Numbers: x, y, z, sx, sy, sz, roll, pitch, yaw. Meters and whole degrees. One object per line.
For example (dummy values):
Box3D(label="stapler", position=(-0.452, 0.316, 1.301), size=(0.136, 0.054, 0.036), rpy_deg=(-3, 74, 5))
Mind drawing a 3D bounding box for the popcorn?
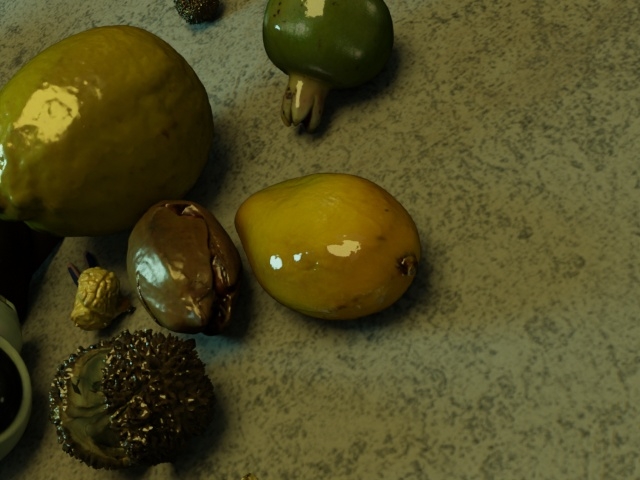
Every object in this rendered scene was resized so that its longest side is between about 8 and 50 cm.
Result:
Box3D(label="popcorn", position=(-0.276, 0.080, 1.303), size=(0.084, 0.084, 0.084), rpy_deg=(-16, 47, 18))

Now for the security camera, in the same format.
Box3D(label="security camera", position=(-0.454, 0.179, 1.231), size=(0.195, 0.194, 0.236), rpy_deg=(-28, 44, 7))

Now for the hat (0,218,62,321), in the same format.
Box3D(label="hat", position=(-0.493, -0.018, 1.377), size=(0.238, 0.209, 0.336), rpy_deg=(21, 66, 13))

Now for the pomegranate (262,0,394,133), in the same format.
Box3D(label="pomegranate", position=(0.010, -0.259, 1.358), size=(0.179, 0.179, 0.210), rpy_deg=(-13, 68, 21))

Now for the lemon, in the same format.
Box3D(label="lemon", position=(-0.290, -0.137, 1.342), size=(0.286, 0.285, 0.316), rpy_deg=(-11, 44, 23))

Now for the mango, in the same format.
Box3D(label="mango", position=(0.000, 0.000, 1.176), size=(0.176, 0.119, 0.317), rpy_deg=(-49, 37, -11))

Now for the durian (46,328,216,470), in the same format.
Box3D(label="durian", position=(-0.200, 0.163, 1.121), size=(0.196, 0.166, 0.196), rpy_deg=(-8, 27, 4))

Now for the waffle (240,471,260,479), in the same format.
Box3D(label="waffle", position=(-0.053, 0.339, 0.949), size=(0.160, 0.055, 0.211), rpy_deg=(-45, 46, -12))

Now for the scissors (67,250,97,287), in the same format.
Box3D(label="scissors", position=(-0.314, 0.055, 1.380), size=(0.039, 0.012, 0.113), rpy_deg=(-38, 44, -3))

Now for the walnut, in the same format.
Box3D(label="walnut", position=(-0.166, 0.034, 1.232), size=(0.137, 0.137, 0.245), rpy_deg=(-30, 40, 5))

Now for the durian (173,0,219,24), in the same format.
Box3D(label="durian", position=(-0.200, -0.396, 1.655), size=(0.091, 0.080, 0.080), rpy_deg=(-34, 39, 31))
